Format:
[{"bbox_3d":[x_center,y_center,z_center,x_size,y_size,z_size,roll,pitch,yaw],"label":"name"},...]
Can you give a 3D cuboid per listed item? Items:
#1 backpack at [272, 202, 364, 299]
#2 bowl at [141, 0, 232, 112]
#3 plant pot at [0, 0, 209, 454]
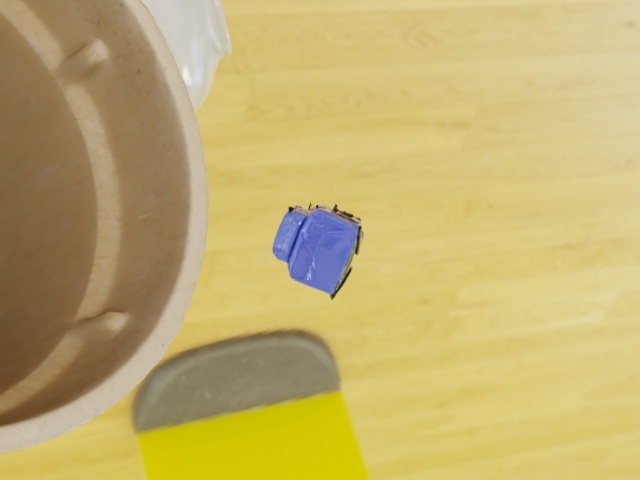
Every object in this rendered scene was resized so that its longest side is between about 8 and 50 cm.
[{"bbox_3d":[0.000,0.000,1.354,0.098,0.101,0.120,-62,177,9],"label":"backpack"},{"bbox_3d":[-0.181,-0.262,1.293,0.134,0.297,0.298,-15,144,-3],"label":"bowl"},{"bbox_3d":[-0.285,-0.012,0.636,0.334,0.333,0.305,16,149,-40],"label":"plant pot"}]
